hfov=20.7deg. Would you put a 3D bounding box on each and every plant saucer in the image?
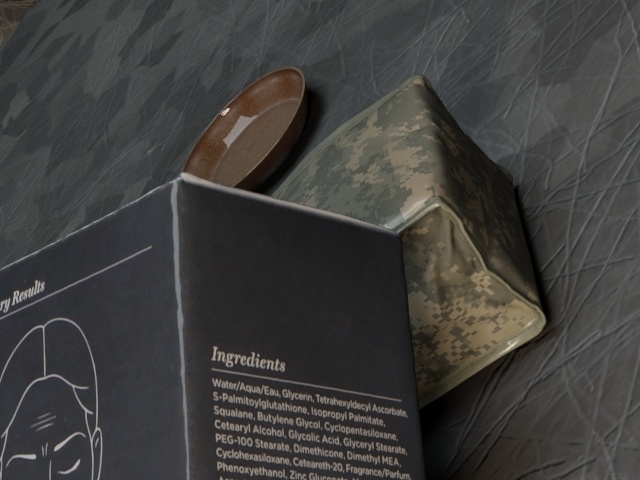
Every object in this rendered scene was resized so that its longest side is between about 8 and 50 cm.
[{"bbox_3d":[-0.079,-0.109,1.971,0.198,0.036,0.198,-36,27,22],"label":"plant saucer"}]

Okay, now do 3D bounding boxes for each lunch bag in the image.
[{"bbox_3d":[0.022,0.040,1.444,0.287,0.169,0.235,-35,25,17],"label":"lunch bag"}]

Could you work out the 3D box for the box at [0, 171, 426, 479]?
[{"bbox_3d":[-0.099,0.200,1.186,0.293,0.212,0.395,-23,64,42],"label":"box"}]
